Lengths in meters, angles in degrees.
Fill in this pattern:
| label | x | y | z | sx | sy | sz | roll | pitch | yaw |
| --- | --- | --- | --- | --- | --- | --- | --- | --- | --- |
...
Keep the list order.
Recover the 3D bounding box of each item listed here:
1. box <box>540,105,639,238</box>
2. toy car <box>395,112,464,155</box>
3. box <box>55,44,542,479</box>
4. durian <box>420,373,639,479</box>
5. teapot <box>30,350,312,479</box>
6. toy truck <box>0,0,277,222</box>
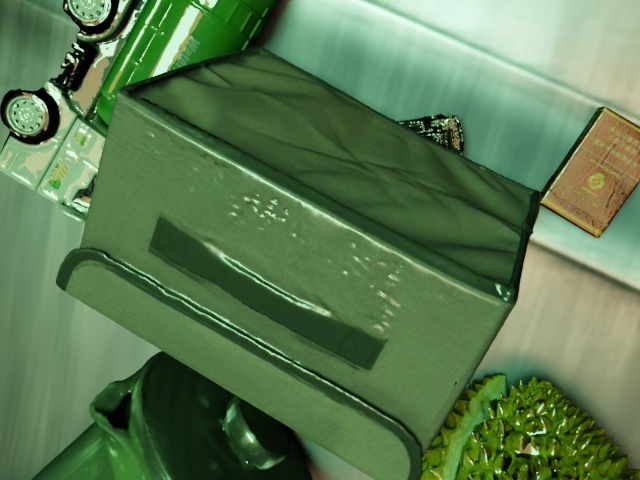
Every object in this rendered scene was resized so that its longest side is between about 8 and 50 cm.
| label | x | y | z | sx | sy | sz | roll | pitch | yaw |
| --- | --- | --- | --- | --- | --- | --- | --- | --- | --- |
| box | 0.203 | -0.049 | 0.466 | 0.051 | 0.023 | 0.082 | 32 | 104 | 5 |
| toy car | 0.062 | -0.074 | 0.489 | 0.093 | 0.025 | 0.041 | -2 | 103 | 20 |
| box | 0.000 | 0.000 | 0.423 | 0.252 | 0.188 | 0.153 | 30 | 120 | 8 |
| durian | 0.159 | 0.230 | 0.464 | 0.193 | 0.138 | 0.237 | -40 | 91 | 15 |
| teapot | -0.142 | 0.261 | 0.515 | 0.337 | 0.200 | 0.270 | -42 | 115 | 13 |
| toy truck | -0.134 | -0.131 | 0.484 | 0.125 | 0.101 | 0.243 | 33 | 102 | -8 |
